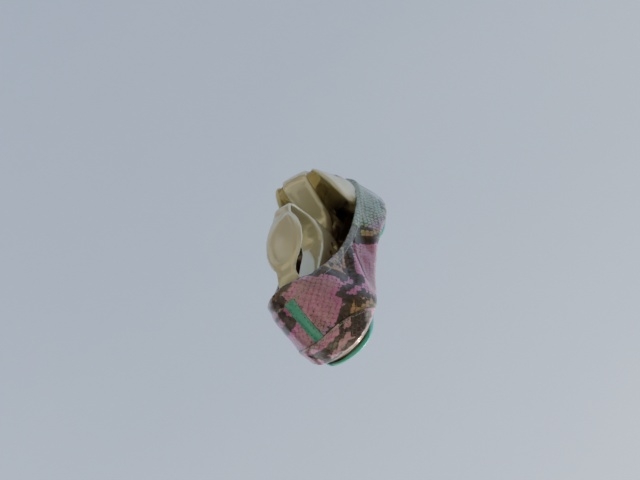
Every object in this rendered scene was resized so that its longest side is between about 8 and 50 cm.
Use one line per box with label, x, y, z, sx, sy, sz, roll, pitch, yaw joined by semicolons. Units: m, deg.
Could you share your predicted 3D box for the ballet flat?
ballet flat;0.000;0.000;0.840;0.077;0.221;0.079;-34;-71;19
